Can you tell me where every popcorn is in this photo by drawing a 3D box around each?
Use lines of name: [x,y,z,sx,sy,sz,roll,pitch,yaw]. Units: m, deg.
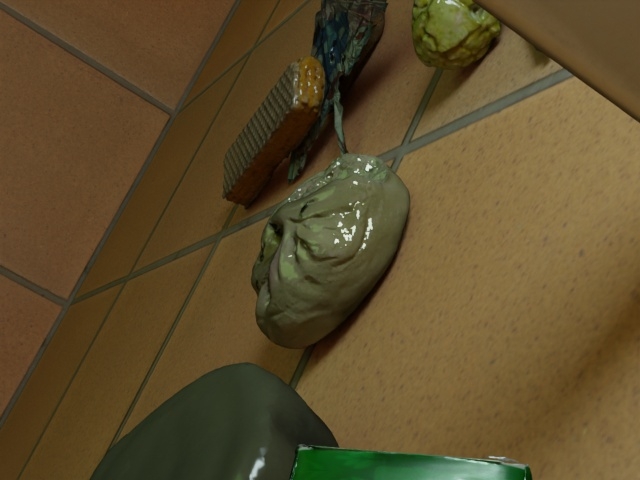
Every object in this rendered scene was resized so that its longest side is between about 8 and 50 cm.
popcorn: [0.157,-0.254,1.241,0.106,0.116,0.121,3,55,20]

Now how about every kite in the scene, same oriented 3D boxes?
kite: [0.017,-0.236,1.558,0.406,0.014,0.368,120,153,-43]

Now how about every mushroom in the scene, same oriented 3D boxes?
mushroom: [0.039,-0.295,1.688,0.210,0.072,0.094,-60,24,-9]

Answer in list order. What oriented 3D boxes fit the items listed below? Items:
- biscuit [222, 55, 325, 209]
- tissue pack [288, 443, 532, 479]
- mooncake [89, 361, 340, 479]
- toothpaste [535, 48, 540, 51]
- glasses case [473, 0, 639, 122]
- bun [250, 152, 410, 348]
biscuit: [-0.079,-0.160,1.691,0.378,0.054,0.094,137,139,-61]
tissue pack: [0.041,0.247,0.621,0.156,0.148,0.209,82,-164,-44]
mooncake: [-0.098,0.239,0.950,0.275,0.135,0.275,-34,27,20]
toothpaste: [0.223,-0.220,1.118,0.037,0.021,0.140,-45,18,24]
glasses case: [0.169,-0.164,0.619,0.144,0.336,0.076,-53,17,14]
bun: [0.000,0.000,1.197,0.210,0.116,0.237,-24,39,61]
